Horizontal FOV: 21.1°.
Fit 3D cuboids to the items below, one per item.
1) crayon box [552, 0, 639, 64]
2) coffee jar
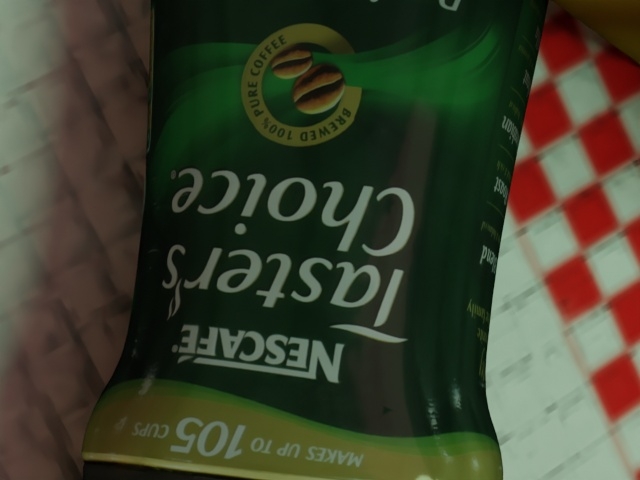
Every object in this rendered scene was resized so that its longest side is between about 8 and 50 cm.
[{"bbox_3d":[0.103,-0.155,0.395,0.081,0.202,0.318,2,90,18],"label":"crayon box"},{"bbox_3d":[0.000,0.000,0.397,0.096,0.079,0.184,5,81,5],"label":"coffee jar"}]
